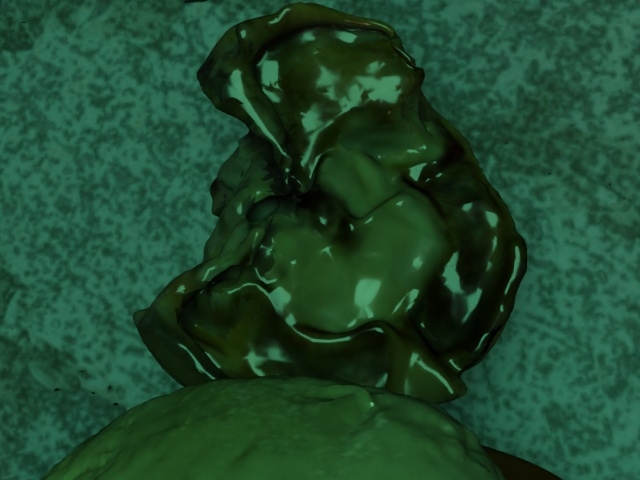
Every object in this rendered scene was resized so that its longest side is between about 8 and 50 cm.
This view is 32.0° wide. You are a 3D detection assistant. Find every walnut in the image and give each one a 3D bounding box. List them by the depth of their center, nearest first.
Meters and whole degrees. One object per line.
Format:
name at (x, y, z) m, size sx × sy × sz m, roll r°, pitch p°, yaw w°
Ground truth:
walnut at (0.012, -0.001, 0.656) m, size 0.204 × 0.141 × 0.238 m, roll 14°, pitch 80°, yaw 0°

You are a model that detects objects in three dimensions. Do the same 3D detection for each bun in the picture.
bun at (-0.021, 0.249, 0.521) m, size 0.349 × 0.227 × 0.352 m, roll 34°, pitch 108°, yaw -2°

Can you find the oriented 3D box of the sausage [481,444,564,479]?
sausage at (0.089, 0.160, 0.634) m, size 0.179 × 0.089 × 0.089 m, roll 20°, pitch 82°, yaw 5°
